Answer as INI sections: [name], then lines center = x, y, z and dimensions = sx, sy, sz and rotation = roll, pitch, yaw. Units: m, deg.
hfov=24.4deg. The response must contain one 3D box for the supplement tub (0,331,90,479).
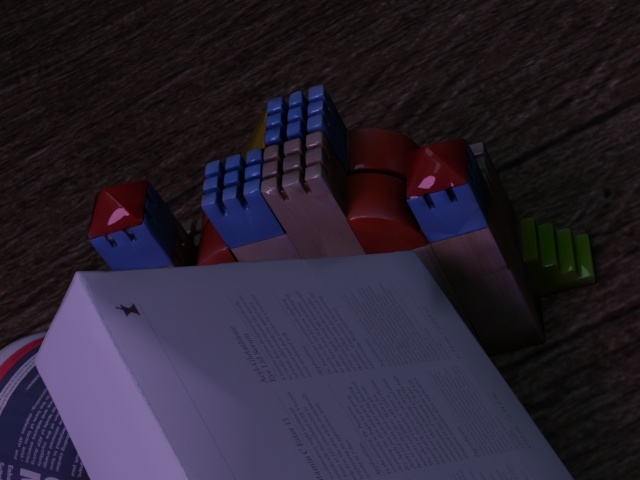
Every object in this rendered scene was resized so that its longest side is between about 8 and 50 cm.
[supplement tub]
center = -0.135, 0.180, 1.128
dimensions = 0.272, 0.191, 0.191
rotation = 8, 55, 36

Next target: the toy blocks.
[toy blocks]
center = 0.000, 0.000, 1.171
dimensions = 0.381, 0.261, 0.191
rotation = -15, 44, 17

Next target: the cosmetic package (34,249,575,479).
[cosmetic package]
center = 0.027, 0.174, 0.917
dimensions = 0.377, 0.284, 0.097
rotation = 57, 130, 32
